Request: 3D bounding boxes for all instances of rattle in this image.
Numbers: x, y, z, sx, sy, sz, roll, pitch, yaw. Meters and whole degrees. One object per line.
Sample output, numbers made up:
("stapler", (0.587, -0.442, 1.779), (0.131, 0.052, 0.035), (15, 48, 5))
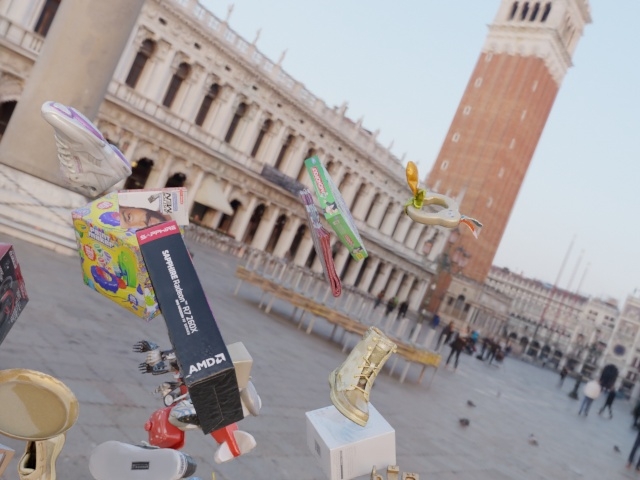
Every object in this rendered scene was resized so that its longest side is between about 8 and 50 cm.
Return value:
("rattle", (0.302, -0.101, 1.434), (0.130, 0.143, 0.199), (-10, 28, -40))

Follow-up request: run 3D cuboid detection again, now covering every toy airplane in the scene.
("toy airplane", (-0.355, 0.597, 2.144), (0.384, 0.272, 0.386), (34, 11, -20))

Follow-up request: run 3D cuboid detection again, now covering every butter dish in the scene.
("butter dish", (-0.536, 0.629, 2.008), (0.118, 0.160, 0.159), (21, -41, -40))

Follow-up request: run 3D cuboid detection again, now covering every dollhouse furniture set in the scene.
("dollhouse furniture set", (0.220, 0.716, 1.739), (0.151, 0.123, 0.144), (7, 38, 2))

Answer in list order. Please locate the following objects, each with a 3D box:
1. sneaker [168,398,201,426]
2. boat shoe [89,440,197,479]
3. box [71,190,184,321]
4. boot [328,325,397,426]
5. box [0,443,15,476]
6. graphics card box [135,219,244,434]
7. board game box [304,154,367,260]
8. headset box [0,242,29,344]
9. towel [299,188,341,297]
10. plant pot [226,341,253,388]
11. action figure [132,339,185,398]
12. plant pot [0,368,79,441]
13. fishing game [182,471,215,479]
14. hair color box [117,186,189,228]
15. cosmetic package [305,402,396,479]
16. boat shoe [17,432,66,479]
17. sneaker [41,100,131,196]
("sneaker", (-0.398, 0.522, 1.819), (0.085, 0.086, 0.237), (29, -29, -24))
("boat shoe", (-0.471, 0.591, 1.584), (0.306, 0.113, 0.105), (-11, -26, 20))
("box", (-0.578, 0.043, 1.825), (0.289, 0.279, 0.177), (23, 38, 25))
("boot", (0.118, 0.341, 1.533), (0.095, 0.203, 0.262), (37, 6, -11))
("box", (-0.482, 0.305, 0.750), (0.090, 0.130, 0.170), (24, -24, -1))
("graphics card box", (-0.261, 0.168, 1.185), (0.233, 0.094, 0.371), (92, -25, -50))
("board game box", (0.051, -0.090, 1.803), (0.317, 0.046, 0.214), (52, 16, -59))
("headset box", (-0.897, 0.157, 1.582), (0.110, 0.218, 0.293), (6, 39, 0))
("towel", (0.000, 0.000, 1.926), (0.037, 0.237, 0.329), (-16, 33, -4))
("plant pot", (-0.285, 0.392, 1.864), (0.096, 0.109, 0.109), (4, 23, -32))
("action figure", (-0.452, 0.383, 1.767), (0.275, 0.164, 0.140), (7, 16, 41))
("plant pot", (-0.698, 0.395, 1.417), (0.236, 0.032, 0.236), (28, 16, -9))
("fishing game", (-0.419, 0.824, 1.832), (0.041, 0.189, 0.264), (-2, 12, 36))
("hair color box", (-0.419, -0.082, 1.497), (0.167, 0.093, 0.053), (-5, 14, -16))
("cosmetic package", (0.094, 0.636, 1.919), (0.224, 0.138, 0.224), (-9, 17, -20))
("boat shoe", (-0.824, 0.646, 1.719), (0.109, 0.303, 0.098), (37, 23, 30))
("sneaker", (-0.580, -0.206, 1.435), (0.114, 0.152, 0.305), (44, -8, 29))
